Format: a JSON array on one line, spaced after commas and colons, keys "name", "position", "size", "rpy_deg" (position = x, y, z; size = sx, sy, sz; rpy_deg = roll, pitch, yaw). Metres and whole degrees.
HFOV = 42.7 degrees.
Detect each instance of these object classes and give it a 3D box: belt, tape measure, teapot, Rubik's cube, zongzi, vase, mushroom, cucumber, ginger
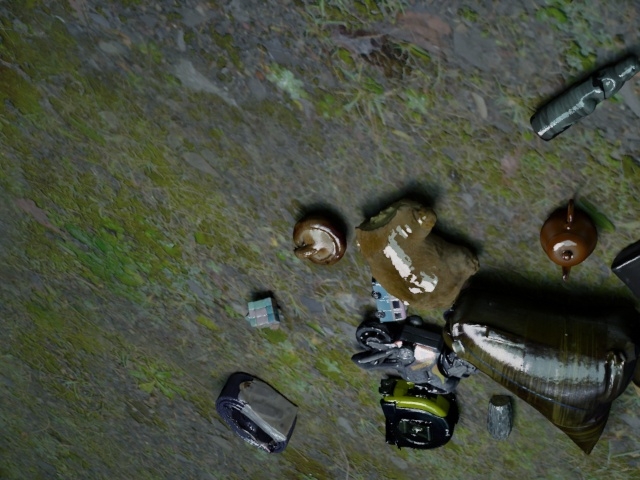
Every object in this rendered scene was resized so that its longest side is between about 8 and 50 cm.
[{"name": "belt", "position": [-0.172, 0.464, 2.167], "size": [0.230, 0.126, 0.139], "rpy_deg": [43, 129, -13]}, {"name": "tape measure", "position": [0.243, 0.428, 2.010], "size": [0.186, 0.112, 0.199], "rpy_deg": [-1, 126, 17]}, {"name": "teapot", "position": [0.486, -0.001, 1.607], "size": [0.116, 0.116, 0.173], "rpy_deg": [4, 126, 16]}, {"name": "Rubik's cube", "position": [-0.137, 0.177, 1.977], "size": [0.084, 0.075, 0.073], "rpy_deg": [1, 170, 17]}, {"name": "zongzi", "position": [0.453, 0.305, 1.792], "size": [0.403, 0.208, 0.432], "rpy_deg": [10, 132, 11]}, {"name": "vase", "position": [0.473, -0.256, 1.453], "size": [0.060, 0.060, 0.211], "rpy_deg": [43, 126, -15]}, {"name": "mushroom", "position": [0.000, 0.000, 1.786], "size": [0.127, 0.087, 0.127], "rpy_deg": [11, 132, 13]}, {"name": "cucumber", "position": [0.432, 0.426, 1.972], "size": [0.064, 0.064, 0.112], "rpy_deg": [4, 126, 16]}, {"name": "ginger", "position": [0.202, 0.022, 1.712], "size": [0.276, 0.130, 0.221], "rpy_deg": [17, 120, 0]}]

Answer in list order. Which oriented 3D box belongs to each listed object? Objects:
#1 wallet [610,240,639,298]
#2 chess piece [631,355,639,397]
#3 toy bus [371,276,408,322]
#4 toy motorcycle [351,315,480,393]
[{"name": "wallet", "position": [0.795, 0.125, 1.627], "size": [0.406, 0.062, 0.228], "rpy_deg": [43, 127, -14]}, {"name": "chess piece", "position": [0.763, 0.374, 1.765], "size": [0.137, 0.137, 0.301], "rpy_deg": [-10, 125, 25]}, {"name": "toy bus", "position": [0.157, 0.122, 1.842], "size": [0.075, 0.060, 0.123], "rpy_deg": [-3, 126, 15]}, {"name": "toy motorcycle", "position": [0.223, 0.275, 1.906], "size": [0.307, 0.108, 0.173], "rpy_deg": [14, 134, 11]}]
